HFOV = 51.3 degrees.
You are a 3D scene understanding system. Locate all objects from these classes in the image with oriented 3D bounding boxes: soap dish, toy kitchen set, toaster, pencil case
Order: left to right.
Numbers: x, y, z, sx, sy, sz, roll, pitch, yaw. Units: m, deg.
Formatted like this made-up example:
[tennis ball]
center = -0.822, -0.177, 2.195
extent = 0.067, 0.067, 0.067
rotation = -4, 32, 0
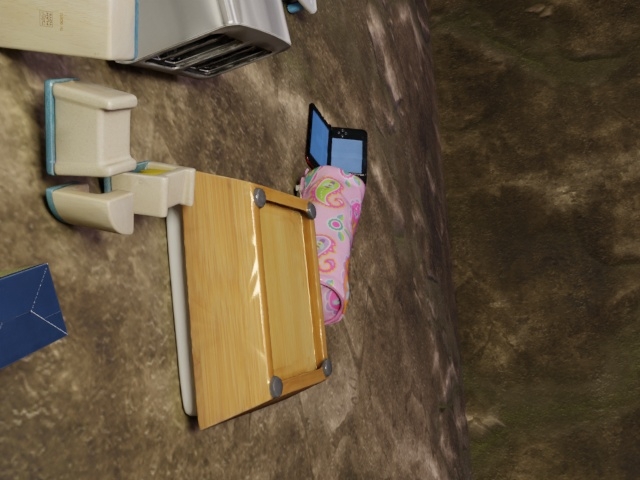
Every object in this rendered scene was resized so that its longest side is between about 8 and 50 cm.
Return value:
[toy kitchen set]
center = -0.204, -0.125, 0.634
extent = 0.166, 0.122, 0.207
rotation = -40, 139, -67
[toaster]
center = -0.130, -0.256, 0.737
extent = 0.168, 0.185, 0.110
rotation = -21, 97, -70
[soap dish]
center = -0.080, 0.066, 0.825
extent = 0.229, 0.118, 0.291
rotation = 12, 72, -68
[pencil case]
center = 0.000, 0.000, 1.075
extent = 0.284, 0.124, 0.124
rotation = -80, 152, -44

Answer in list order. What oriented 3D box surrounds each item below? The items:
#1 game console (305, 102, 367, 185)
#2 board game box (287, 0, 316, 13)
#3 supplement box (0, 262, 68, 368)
[game console]
center = 0.034, -0.183, 1.285
extent = 0.085, 0.124, 0.144
rotation = 99, -4, -60
[board game box]
center = -0.116, -0.638, 1.122
extent = 0.390, 0.050, 0.390
rotation = 21, 62, -66
[supplement box]
center = -0.239, 0.057, 0.456
extent = 0.083, 0.083, 0.056
rotation = -32, 112, -68
